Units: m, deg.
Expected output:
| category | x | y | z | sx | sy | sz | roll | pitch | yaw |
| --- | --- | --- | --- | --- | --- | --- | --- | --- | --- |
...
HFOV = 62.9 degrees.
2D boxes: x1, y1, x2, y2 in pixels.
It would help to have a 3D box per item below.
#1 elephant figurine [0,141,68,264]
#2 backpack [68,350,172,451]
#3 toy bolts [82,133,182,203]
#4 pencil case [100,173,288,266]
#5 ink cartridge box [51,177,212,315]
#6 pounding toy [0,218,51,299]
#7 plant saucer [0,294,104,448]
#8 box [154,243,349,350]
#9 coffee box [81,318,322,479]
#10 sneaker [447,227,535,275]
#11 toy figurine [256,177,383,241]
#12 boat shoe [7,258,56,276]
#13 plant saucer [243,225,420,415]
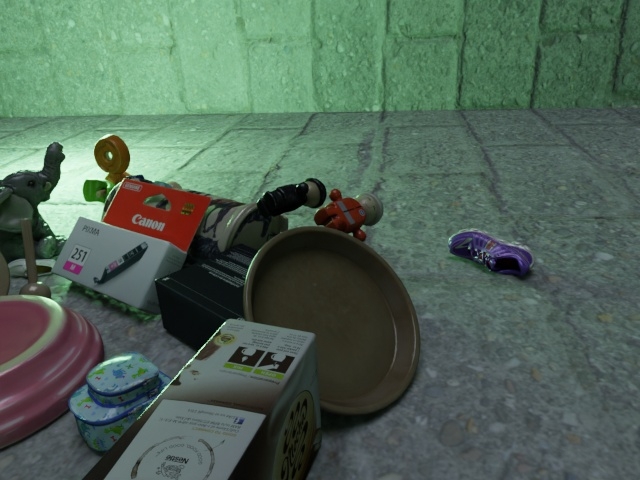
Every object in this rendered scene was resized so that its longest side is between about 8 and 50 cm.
| category | x | y | z | sx | sy | sz | roll | pitch | yaw |
| --- | --- | --- | --- | --- | --- | --- | --- | --- | --- |
| elephant figurine | -0.646 | -0.075 | 1.124 | 0.170 | 0.239 | 0.186 | 2 | 24 | 19 |
| backpack | -0.258 | 0.202 | 0.675 | 0.105 | 0.084 | 0.114 | 17 | 34 | 41 |
| toy bolts | -0.479 | -0.165 | 1.391 | 0.229 | 0.218 | 0.158 | 25 | 26 | 14 |
| pencil case | -0.272 | -0.036 | 1.106 | 0.411 | 0.159 | 0.183 | 13 | 44 | 31 |
| ink cartridge box | -0.364 | -0.008 | 1.002 | 0.275 | 0.238 | 0.060 | 14 | -14 | 32 |
| pounding toy | -0.629 | 0.068 | 0.949 | 0.237 | 0.182 | 0.110 | -13 | 1 | -23 |
| plant saucer | -0.497 | 0.175 | 0.760 | 0.332 | 0.084 | 0.332 | -2 | 24 | 1 |
| box | -0.111 | 0.110 | 0.840 | 0.261 | 0.103 | 0.184 | 20 | 30 | 39 |
| coffee box | -0.103 | 0.229 | 0.500 | 0.119 | 0.168 | 0.297 | 6 | 25 | 18 |
| sneaker | 0.328 | 0.025 | 1.026 | 0.170 | 0.068 | 0.071 | 14 | 35 | 31 |
| toy figurine | 0.000 | 0.000 | 0.943 | 0.213 | 0.209 | 0.148 | 16 | 24 | 37 |
| boat shoe | -0.599 | 0.060 | 1.083 | 0.100 | 0.035 | 0.035 | -1 | 21 | -13 |
| plant saucer | 0.018 | 0.106 | 0.732 | 0.278 | 0.041 | 0.277 | 16 | 53 | -23 |
